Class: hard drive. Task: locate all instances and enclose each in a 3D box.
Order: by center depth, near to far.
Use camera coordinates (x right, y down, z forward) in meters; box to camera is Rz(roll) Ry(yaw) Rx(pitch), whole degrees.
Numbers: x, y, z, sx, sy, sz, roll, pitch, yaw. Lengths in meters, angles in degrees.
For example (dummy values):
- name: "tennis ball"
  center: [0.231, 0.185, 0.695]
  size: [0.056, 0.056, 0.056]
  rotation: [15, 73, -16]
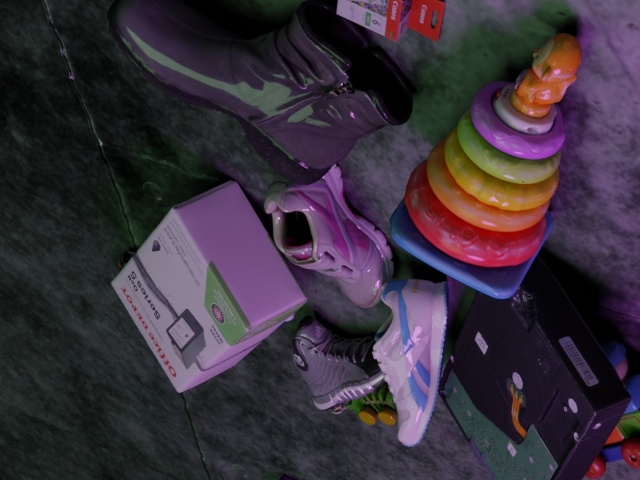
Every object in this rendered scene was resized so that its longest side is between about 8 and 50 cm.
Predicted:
- name: "hard drive"
  center: [0.255, 0.189, 1.858]
  size: [0.237, 0.064, 0.339]
  rotation: [60, 156, 28]

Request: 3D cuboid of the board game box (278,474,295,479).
- name: "board game box"
  center: [0.078, 0.541, 2.575]
  size: [0.346, 0.056, 0.208]
  rotation: [22, 148, 23]

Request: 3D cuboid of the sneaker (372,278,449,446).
- name: "sneaker"
  center: [0.114, 0.157, 1.954]
  size: [0.092, 0.087, 0.229]
  rotation: [6, 106, 6]

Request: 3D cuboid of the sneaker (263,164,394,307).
- name: "sneaker"
  center: [0.000, 0.000, 1.921]
  size: [0.103, 0.111, 0.252]
  rotation: [-4, 129, 46]

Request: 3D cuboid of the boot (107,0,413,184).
- name: "boot"
  center: [-0.064, -0.221, 1.732]
  size: [0.338, 0.118, 0.222]
  rotation: [34, 146, -14]

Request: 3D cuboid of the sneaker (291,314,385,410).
- name: "sneaker"
  center: [0.027, 0.155, 2.117]
  size: [0.132, 0.086, 0.228]
  rotation: [53, 139, -3]

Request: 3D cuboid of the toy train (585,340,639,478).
- name: "toy train"
  center: [0.331, 0.215, 1.889]
  size: [0.143, 0.105, 0.248]
  rotation: [55, 146, -6]

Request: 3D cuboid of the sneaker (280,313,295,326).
- name: "sneaker"
  center: [-0.088, 0.110, 2.197]
  size: [0.059, 0.053, 0.144]
  rotation: [43, 148, -12]

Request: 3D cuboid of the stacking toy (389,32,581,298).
- name: "stacking toy"
  center: [0.201, -0.102, 1.593]
  size: [0.165, 0.175, 0.302]
  rotation: [30, 135, 7]

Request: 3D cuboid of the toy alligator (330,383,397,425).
- name: "toy alligator"
  center: [0.070, 0.231, 2.188]
  size: [0.189, 0.056, 0.051]
  rotation: [-5, 128, 46]

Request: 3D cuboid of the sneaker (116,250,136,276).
- name: "sneaker"
  center: [-0.286, 0.042, 2.298]
  size: [0.065, 0.061, 0.158]
  rotation: [42, 147, 6]

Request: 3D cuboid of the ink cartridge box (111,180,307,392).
- name: "ink cartridge box"
  center: [-0.161, 0.070, 2.101]
  size: [0.198, 0.114, 0.273]
  rotation: [58, 146, 8]

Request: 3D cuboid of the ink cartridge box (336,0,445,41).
- name: "ink cartridge box"
  center: [0.074, -0.251, 1.618]
  size: [0.115, 0.029, 0.063]
  rotation: [28, 146, 16]
